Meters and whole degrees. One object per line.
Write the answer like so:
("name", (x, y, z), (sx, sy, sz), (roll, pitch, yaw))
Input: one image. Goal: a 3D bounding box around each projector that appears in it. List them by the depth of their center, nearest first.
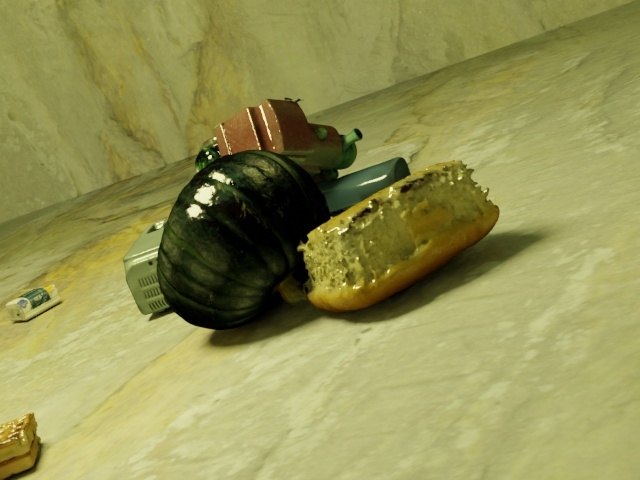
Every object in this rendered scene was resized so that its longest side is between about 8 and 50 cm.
("projector", (-0.187, 0.017, 1.818), (0.198, 0.108, 0.250), (-19, 14, 7))

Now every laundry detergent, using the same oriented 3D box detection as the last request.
("laundry detergent", (0.049, -0.082, 1.959), (0.206, 0.061, 0.097), (-17, 18, 24))

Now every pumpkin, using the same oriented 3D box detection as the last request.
("pumpkin", (-0.092, 0.009, 1.486), (0.250, 0.216, 0.250), (-38, -21, -17))

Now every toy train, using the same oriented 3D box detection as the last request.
("toy train", (-0.065, -0.143, 2.001), (0.221, 0.150, 0.304), (-30, -19, 35))

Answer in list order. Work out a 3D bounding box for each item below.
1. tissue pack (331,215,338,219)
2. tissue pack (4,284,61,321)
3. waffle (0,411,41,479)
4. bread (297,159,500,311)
("tissue pack", (-0.022, -0.002, 1.677), (0.111, 0.079, 0.085), (-10, 16, 44))
("tissue pack", (-0.528, 0.115, 2.117), (0.062, 0.042, 0.083), (-11, 15, 48))
("waffle", (-0.388, 0.248, 1.294), (0.148, 0.042, 0.102), (-22, 11, -5))
("bread", (0.090, -0.003, 1.395), (0.245, 0.121, 0.174), (-33, 0, -23))
